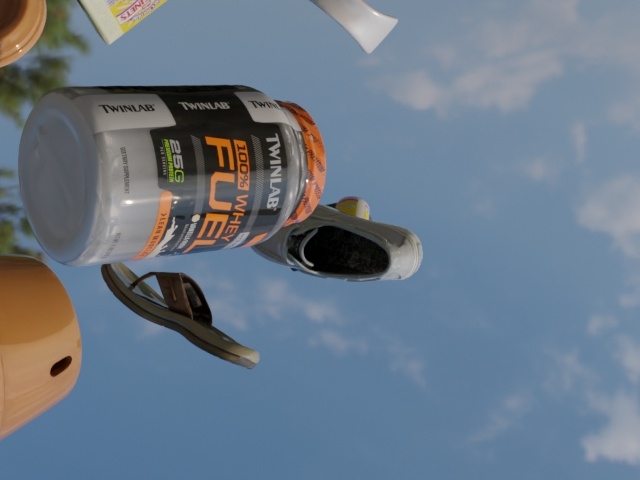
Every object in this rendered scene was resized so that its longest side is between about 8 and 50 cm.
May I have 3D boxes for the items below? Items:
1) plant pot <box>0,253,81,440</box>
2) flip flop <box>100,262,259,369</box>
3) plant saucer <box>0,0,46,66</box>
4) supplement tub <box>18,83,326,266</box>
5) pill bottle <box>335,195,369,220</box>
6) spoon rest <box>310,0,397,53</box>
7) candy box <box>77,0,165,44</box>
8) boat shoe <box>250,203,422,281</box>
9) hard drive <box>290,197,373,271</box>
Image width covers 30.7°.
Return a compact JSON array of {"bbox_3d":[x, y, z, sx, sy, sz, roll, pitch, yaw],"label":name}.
[{"bbox_3d":[-0.438,0.132,1.458,0.291,0.291,0.203,17,-158,40],"label":"plant pot"},{"bbox_3d":[-0.197,0.094,1.694,0.277,0.080,0.112,29,-177,22],"label":"flip flop"},{"bbox_3d":[-0.501,-0.341,1.693,0.200,0.200,0.037,-10,161,-10],"label":"plant saucer"},{"bbox_3d":[-0.096,-0.048,0.793,0.190,0.117,0.117,-8,-159,-39],"label":"supplement tub"},{"bbox_3d":[0.035,-0.013,1.422,0.043,0.043,0.083,-1,-138,10],"label":"pill bottle"},{"bbox_3d":[-0.029,-0.336,1.382,0.276,0.137,0.084,43,-168,6],"label":"spoon rest"},{"bbox_3d":[-0.134,-0.272,1.047,0.206,0.105,0.027,-39,-115,-8],"label":"candy box"},{"bbox_3d":[0.000,0.001,1.310,0.227,0.079,0.081,9,-172,31],"label":"boat shoe"},{"bbox_3d":[0.007,-0.005,1.530,0.135,0.094,0.022,-11,-137,22],"label":"hard drive"}]
